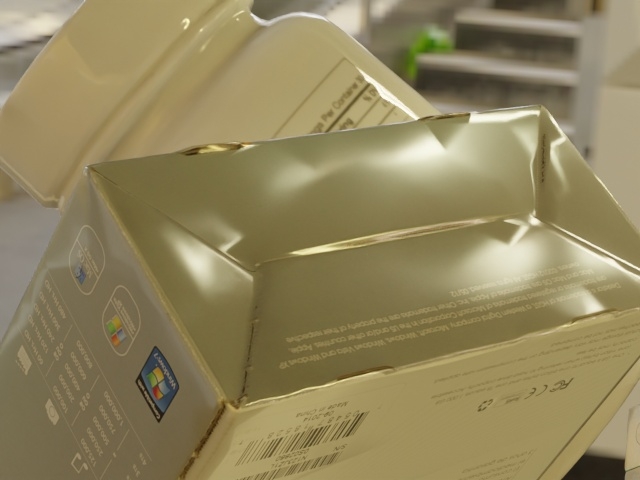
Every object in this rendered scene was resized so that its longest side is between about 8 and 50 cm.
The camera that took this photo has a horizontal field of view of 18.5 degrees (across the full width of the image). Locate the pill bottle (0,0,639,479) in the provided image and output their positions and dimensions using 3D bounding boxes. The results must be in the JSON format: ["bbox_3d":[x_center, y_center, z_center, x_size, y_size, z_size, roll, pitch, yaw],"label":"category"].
[{"bbox_3d":[0.000,0.000,0.884,0.283,0.160,0.160,40,16,1],"label":"pill bottle"}]

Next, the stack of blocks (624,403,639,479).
[{"bbox_3d":[0.329,0.115,1.066,0.171,0.087,0.297,27,-36,-27],"label":"stack of blocks"}]

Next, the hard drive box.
[{"bbox_3d":[-0.021,0.073,0.636,0.181,0.232,0.089,-9,54,-39],"label":"hard drive box"}]
